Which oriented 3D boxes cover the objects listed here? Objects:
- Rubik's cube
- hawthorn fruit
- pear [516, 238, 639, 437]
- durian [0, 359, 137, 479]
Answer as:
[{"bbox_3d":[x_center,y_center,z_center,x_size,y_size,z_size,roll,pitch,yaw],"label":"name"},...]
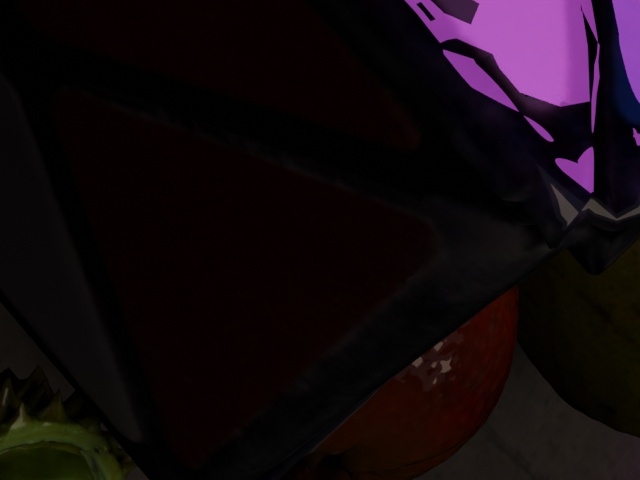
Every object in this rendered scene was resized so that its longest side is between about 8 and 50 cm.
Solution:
[{"bbox_3d":[0.014,-0.138,0.593,0.307,0.305,0.310,47,59,3],"label":"Rubik's cube"},{"bbox_3d":[0.000,0.000,0.811,0.196,0.197,0.225,26,67,-49],"label":"hawthorn fruit"},{"bbox_3d":[0.204,-0.042,0.969,0.253,0.253,0.307,-2,117,-47],"label":"pear"},{"bbox_3d":[-0.156,0.151,0.692,0.200,0.176,0.236,-23,115,-30],"label":"durian"}]
